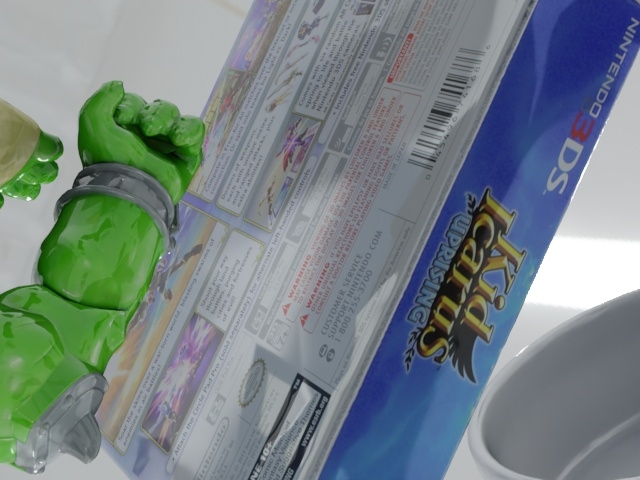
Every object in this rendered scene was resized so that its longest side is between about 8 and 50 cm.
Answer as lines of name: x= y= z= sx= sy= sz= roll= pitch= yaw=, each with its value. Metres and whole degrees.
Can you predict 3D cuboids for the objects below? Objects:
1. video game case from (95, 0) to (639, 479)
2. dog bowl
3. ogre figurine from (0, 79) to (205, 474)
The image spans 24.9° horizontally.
video game case: x=0.000 y=0.000 z=0.640 sx=0.244 sy=0.061 sz=0.270 roll=26 pitch=-89 yaw=61
dog bowl: x=0.233 y=0.121 z=0.911 sx=0.264 sy=0.104 sz=0.265 roll=-22 pitch=-163 yaw=7
ogre figurine: x=-0.130 y=0.004 z=0.374 sx=0.097 sy=0.197 sz=0.118 roll=-46 pitch=-142 yaw=39
